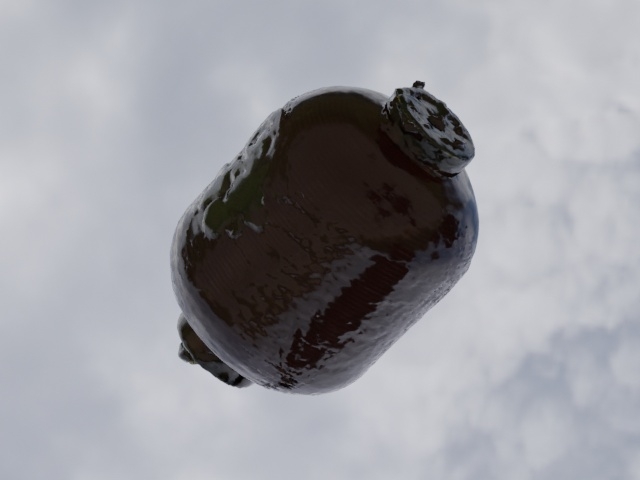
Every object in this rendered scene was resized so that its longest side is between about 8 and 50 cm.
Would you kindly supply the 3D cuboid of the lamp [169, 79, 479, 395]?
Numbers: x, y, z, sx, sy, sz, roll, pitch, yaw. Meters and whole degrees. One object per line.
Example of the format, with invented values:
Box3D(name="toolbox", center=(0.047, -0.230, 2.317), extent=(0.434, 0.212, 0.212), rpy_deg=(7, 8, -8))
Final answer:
Box3D(name="lamp", center=(0.000, 0.000, 1.278), extent=(0.180, 0.258, 0.180), rpy_deg=(34, -152, -21))
